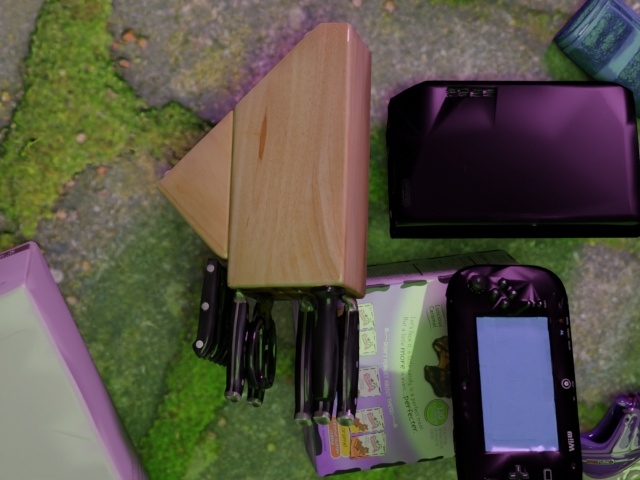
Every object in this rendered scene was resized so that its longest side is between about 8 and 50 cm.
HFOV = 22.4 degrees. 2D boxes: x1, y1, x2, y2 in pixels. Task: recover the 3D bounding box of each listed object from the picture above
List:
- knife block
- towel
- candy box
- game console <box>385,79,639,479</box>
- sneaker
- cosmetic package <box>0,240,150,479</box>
[{"bbox_3d":[0.000,0.000,1.292,0.275,0.088,0.242,-45,74,2],"label":"knife block"},{"bbox_3d":[0.263,-0.157,1.386,0.119,0.029,0.067,38,95,-16],"label":"towel"},{"bbox_3d":[0.080,0.104,1.396,0.196,0.070,0.165,-7,104,-7],"label":"candy box"},{"bbox_3d":[0.167,0.040,1.329,0.213,0.044,0.361,-1,75,-5],"label":"game console"},{"bbox_3d":[0.302,0.159,1.451,0.170,0.068,0.071,-31,101,-1],"label":"sneaker"},{"bbox_3d":[-0.252,0.220,1.325,0.217,0.156,0.385,-25,107,-1],"label":"cosmetic package"}]
